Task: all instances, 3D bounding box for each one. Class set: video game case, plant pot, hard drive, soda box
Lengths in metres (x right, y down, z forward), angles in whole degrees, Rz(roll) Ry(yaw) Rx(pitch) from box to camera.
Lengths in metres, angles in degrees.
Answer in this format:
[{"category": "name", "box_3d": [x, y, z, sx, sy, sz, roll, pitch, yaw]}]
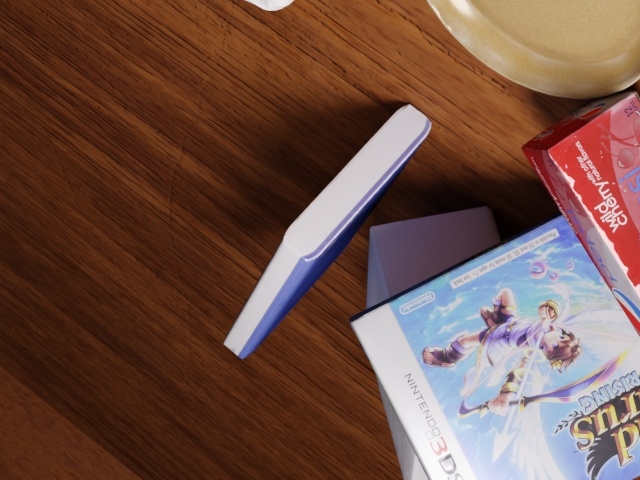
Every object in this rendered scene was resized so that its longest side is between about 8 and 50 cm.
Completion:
[{"category": "video game case", "box_3d": [0.199, 0.122, 1.188, 0.244, 0.269, 0.061, 63, 179, -1]}, {"category": "plant pot", "box_3d": [0.174, -0.216, 1.043, 0.236, 0.032, 0.236, 31, 152, 19]}, {"category": "hard drive", "box_3d": [0.000, 0.000, 1.402, 0.040, 0.210, 0.319, 40, 154, 3]}, {"category": "soda box", "box_3d": [0.283, 0.006, 1.102, 0.263, 0.092, 0.083, 57, 178, -8]}]

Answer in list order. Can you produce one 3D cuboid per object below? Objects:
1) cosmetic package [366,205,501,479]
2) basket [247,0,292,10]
[{"category": "cosmetic package", "box_3d": [0.135, 0.123, 1.375, 0.224, 0.138, 0.225, 89, 170, -56]}, {"category": "basket", "box_3d": [-0.093, -0.391, 0.870, 0.331, 0.266, 0.328, 28, 151, 26]}]
